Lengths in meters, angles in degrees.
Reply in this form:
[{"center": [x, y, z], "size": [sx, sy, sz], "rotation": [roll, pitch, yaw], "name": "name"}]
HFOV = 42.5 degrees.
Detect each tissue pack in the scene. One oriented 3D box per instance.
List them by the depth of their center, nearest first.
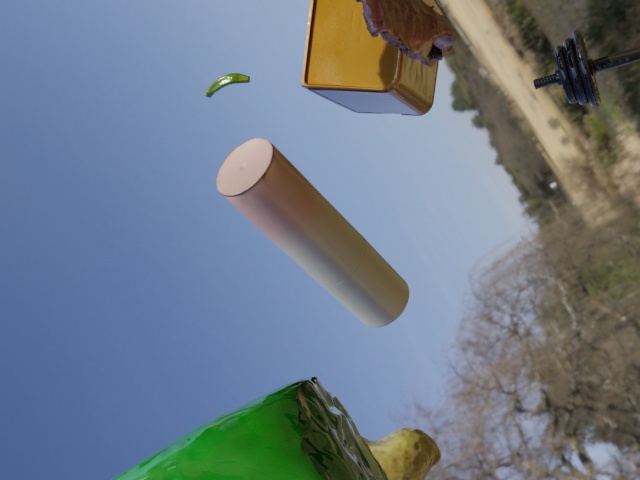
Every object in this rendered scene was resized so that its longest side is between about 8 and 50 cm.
[{"center": [0.087, -0.295, 1.227], "size": [0.274, 0.145, 0.195], "rotation": [-6, -75, -71], "name": "tissue pack"}]

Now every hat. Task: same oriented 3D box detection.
[{"center": [0.049, -0.327, 0.929], "size": [0.286, 0.107, 0.236], "rotation": [66, -159, 3], "name": "hat"}]

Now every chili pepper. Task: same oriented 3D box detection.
[{"center": [-0.131, -0.211, 1.114], "size": [0.030, 0.083, 0.017], "rotation": [-6, -95, -46], "name": "chili pepper"}]

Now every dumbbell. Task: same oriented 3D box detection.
[{"center": [0.367, -0.223, 1.011], "size": [0.099, 0.208, 0.099], "rotation": [45, -142, -51], "name": "dumbbell"}]

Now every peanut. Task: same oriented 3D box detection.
[{"center": [0.066, 0.327, 1.203], "size": [0.098, 0.229, 0.103], "rotation": [101, 168, -67], "name": "peanut"}]

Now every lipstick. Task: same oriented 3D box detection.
[{"center": [0.000, 0.000, 1.066], "size": [0.327, 0.087, 0.087], "rotation": [44, -158, -40], "name": "lipstick"}]

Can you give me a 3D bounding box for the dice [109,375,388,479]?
[{"center": [-0.052, 0.303, 0.665], "size": [0.300, 0.287, 0.297], "rotation": [61, 179, 11], "name": "dice"}]
